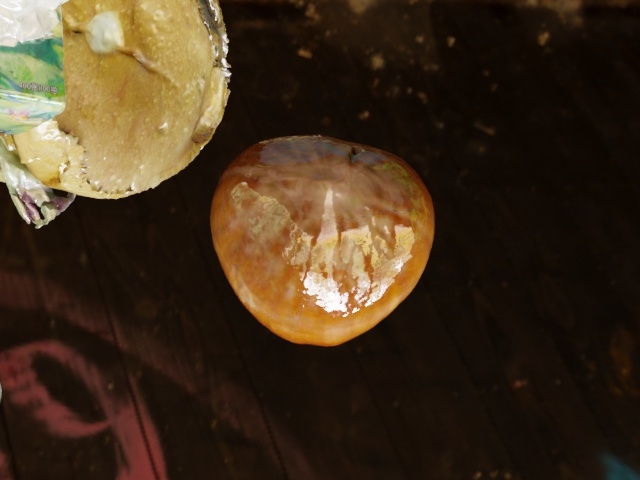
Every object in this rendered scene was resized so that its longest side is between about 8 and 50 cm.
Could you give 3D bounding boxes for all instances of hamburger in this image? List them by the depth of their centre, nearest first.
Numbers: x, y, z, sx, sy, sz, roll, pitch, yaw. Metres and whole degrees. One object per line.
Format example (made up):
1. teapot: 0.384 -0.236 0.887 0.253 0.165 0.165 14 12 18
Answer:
1. hamburger: -0.223 -0.175 1.071 0.195 0.318 0.277 16 -133 27

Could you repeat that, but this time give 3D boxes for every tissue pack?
1. tissue pack: -0.158 -0.095 0.503 0.111 0.079 0.085 4 -103 -41

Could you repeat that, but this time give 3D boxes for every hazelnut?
1. hazelnut: 0.000 0.000 0.986 0.182 0.182 0.182 11 -135 -11
